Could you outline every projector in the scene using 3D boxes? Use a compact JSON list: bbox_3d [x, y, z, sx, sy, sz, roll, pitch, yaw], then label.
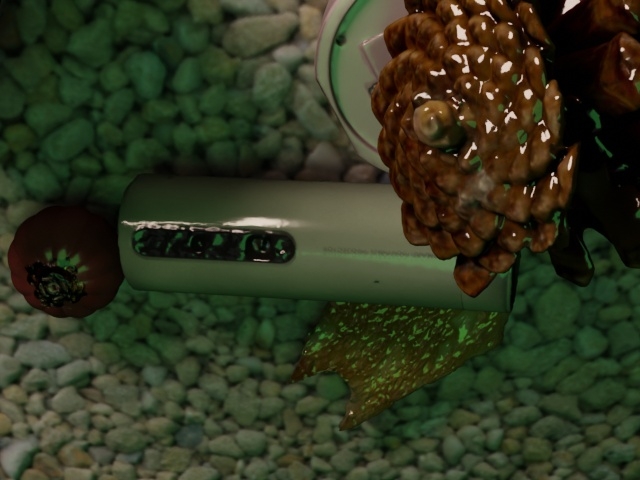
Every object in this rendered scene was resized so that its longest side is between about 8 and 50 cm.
[{"bbox_3d":[0.000,0.000,0.967,0.338,0.108,0.108,3,120,12],"label":"projector"}]

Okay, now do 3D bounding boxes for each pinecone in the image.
[{"bbox_3d":[0.173,-0.080,0.786,0.264,0.264,0.264,2,119,3],"label":"pinecone"}]

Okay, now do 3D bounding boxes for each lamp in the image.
[{"bbox_3d":[-0.230,0.020,1.028,0.108,0.092,0.107,1,119,3],"label":"lamp"}]

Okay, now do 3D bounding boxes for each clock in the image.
[{"bbox_3d":[0.095,-0.150,0.925,0.197,0.068,0.196,2,119,3],"label":"clock"}]

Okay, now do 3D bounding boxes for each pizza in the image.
[{"bbox_3d":[0.075,0.080,1.073,0.181,0.034,0.262,28,114,-11],"label":"pizza"}]
